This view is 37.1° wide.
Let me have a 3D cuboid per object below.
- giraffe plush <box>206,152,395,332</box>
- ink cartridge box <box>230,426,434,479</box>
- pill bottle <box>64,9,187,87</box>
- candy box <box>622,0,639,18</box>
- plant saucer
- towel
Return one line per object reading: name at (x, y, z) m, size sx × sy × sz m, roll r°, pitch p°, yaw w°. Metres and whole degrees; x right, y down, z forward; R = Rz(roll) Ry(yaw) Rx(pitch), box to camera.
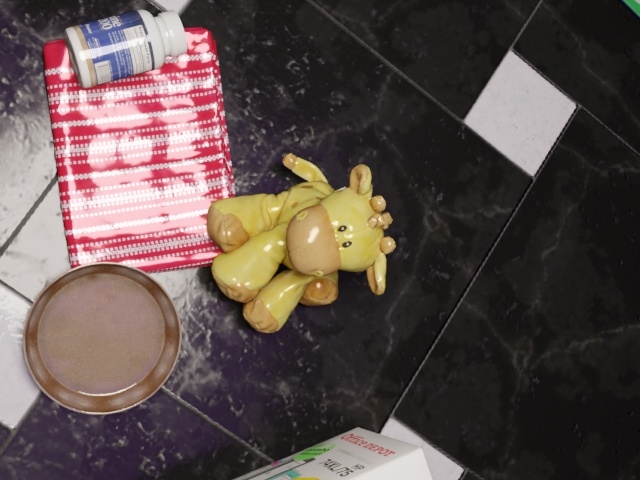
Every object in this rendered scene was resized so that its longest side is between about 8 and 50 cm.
giraffe plush at (0.000, 0.000, 1.046) m, size 0.210 × 0.170 × 0.181 m, roll -44°, pitch 113°, yaw -22°
ink cartridge box at (-0.012, 0.349, 1.023) m, size 0.270 × 0.198 × 0.197 m, roll -19°, pitch 92°, yaw -19°
pill bottle at (-0.209, -0.211, 1.030) m, size 0.120 × 0.067 × 0.067 m, roll -19°, pitch 92°, yaw -17°
candy box at (0.601, -0.348, 1.302) m, size 0.317 × 0.122 × 0.268 m, roll 39°, pitch 75°, yaw -11°
plant saucer at (-0.238, 0.105, 1.044) m, size 0.168 × 0.029 × 0.168 m, roll -2°, pitch 97°, yaw -18°
towel at (-0.198, -0.100, 1.079) m, size 0.199 × 0.031 × 0.275 m, roll -7°, pitch 89°, yaw -17°
